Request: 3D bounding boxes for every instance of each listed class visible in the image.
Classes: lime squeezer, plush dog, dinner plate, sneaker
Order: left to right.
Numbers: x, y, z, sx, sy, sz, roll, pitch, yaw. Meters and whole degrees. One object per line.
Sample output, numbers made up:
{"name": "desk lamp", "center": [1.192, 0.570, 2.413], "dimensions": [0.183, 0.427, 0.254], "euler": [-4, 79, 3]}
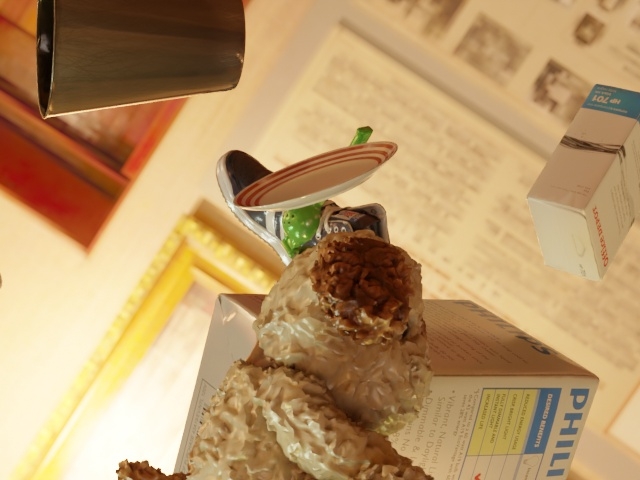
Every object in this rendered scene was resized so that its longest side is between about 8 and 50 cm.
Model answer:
{"name": "sneaker", "center": [-0.015, -0.041, 2.080], "dimensions": [0.282, 0.153, 0.099], "euler": [51, -137, 3]}
{"name": "dinner plate", "center": [-0.002, -0.048, 1.214], "dimensions": [0.141, 0.141, 0.017], "euler": [-111, 1, -78]}
{"name": "plush dog", "center": [-0.001, 0.101, 0.989], "dimensions": [0.210, 0.225, 0.262], "euler": [21, 173, 5]}
{"name": "lime squeezer", "center": [0.000, 0.000, 1.898], "dimensions": [0.110, 0.310, 0.059], "euler": [-21, -141, -33]}

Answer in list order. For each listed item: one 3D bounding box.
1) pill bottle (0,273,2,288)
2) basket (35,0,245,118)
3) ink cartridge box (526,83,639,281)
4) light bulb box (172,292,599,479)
{"name": "pill bottle", "center": [-0.361, -0.042, 1.279], "dimensions": [0.121, 0.121, 0.221], "euler": [-62, -46, -83]}
{"name": "basket", "center": [-0.213, -0.240, 1.773], "dimensions": [0.226, 0.204, 0.154], "euler": [0, -150, -18]}
{"name": "ink cartridge box", "center": [0.332, -0.069, 1.795], "dimensions": [0.082, 0.191, 0.140], "euler": [19, 150, 32]}
{"name": "light bulb box", "center": [0.053, 0.257, 1.602], "dimensions": [0.361, 0.358, 0.225], "euler": [4, -162, -38]}
